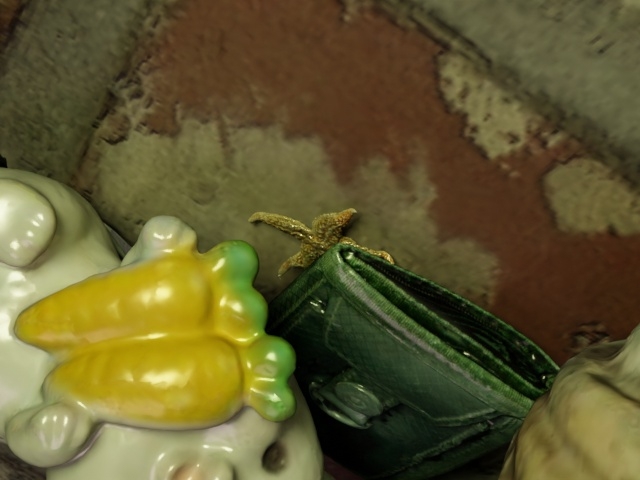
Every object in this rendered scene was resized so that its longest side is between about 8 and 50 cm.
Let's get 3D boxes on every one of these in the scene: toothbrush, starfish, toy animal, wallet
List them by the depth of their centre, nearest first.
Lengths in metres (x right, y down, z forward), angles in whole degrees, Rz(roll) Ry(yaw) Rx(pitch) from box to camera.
[{"bbox_3d":[0.000,0.000,0.760,0.092,0.016,0.086,22,145,11],"label":"starfish"},{"bbox_3d":[-0.117,0.103,0.787,0.310,0.183,0.247,35,156,0],"label":"toy animal"},{"bbox_3d":[0.029,0.088,0.821,0.160,0.055,0.236,34,149,-6],"label":"wallet"},{"bbox_3d":[-0.117,0.012,0.859,0.131,0.011,0.013,39,132,-17],"label":"toothbrush"}]

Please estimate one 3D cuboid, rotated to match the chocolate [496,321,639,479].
[{"bbox_3d":[0.203,0.130,0.620,0.303,0.212,0.303,-3,173,0],"label":"chocolate"}]
